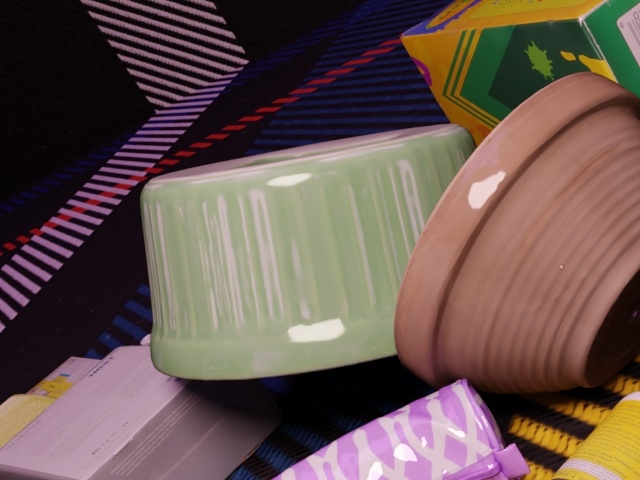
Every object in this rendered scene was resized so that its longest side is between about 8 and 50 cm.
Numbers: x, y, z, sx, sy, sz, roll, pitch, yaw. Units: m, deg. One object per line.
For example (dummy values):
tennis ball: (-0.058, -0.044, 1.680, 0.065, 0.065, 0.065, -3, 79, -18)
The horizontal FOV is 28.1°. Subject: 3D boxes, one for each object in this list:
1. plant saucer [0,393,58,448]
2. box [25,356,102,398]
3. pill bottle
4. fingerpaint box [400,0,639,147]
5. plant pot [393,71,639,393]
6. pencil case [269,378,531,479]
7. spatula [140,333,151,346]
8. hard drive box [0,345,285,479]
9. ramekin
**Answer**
plant saucer: (-0.345, 0.227, 1.282, 0.188, 0.045, 0.188, -41, -7, -24)
box: (-0.321, 0.204, 1.446, 0.179, 0.043, 0.105, -39, 17, -26)
pill bottle: (0.173, 0.123, 0.689, 0.116, 0.065, 0.065, -42, 18, -25)
fingerpaint box: (0.359, -0.267, 1.288, 0.444, 0.163, 0.371, -37, 17, -14)
plant pot: (0.166, 0.019, 0.840, 0.109, 0.237, 0.237, 36, 64, 28)
pencil case: (0.027, 0.167, 0.802, 0.206, 0.086, 0.088, -32, 8, 5)
spatula: (-0.129, 0.094, 1.447, 0.242, 0.019, 0.168, -20, 27, 42)
hard drive box: (-0.171, 0.180, 1.140, 0.181, 0.089, 0.232, -42, 19, -29)
ramekin: (0.000, 0.000, 1.028, 0.303, 0.148, 0.303, -10, 7, 1)
